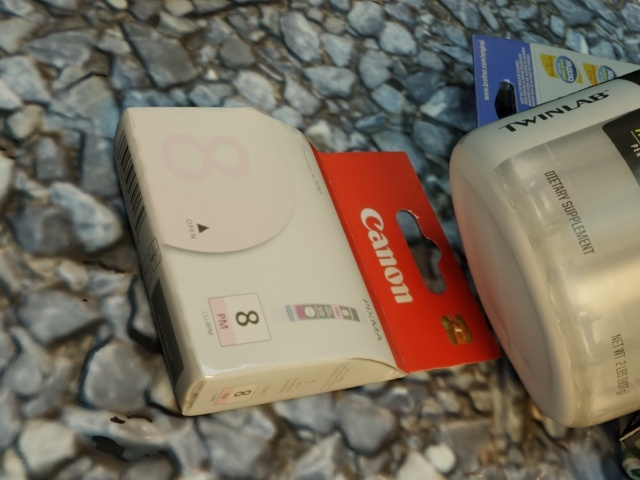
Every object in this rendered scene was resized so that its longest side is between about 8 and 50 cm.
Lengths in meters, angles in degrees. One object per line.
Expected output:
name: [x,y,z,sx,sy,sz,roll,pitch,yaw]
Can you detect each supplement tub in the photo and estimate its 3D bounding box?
supplement tub: [0.255,-0.025,0.550,0.316,0.193,0.194,-21,63,-1]

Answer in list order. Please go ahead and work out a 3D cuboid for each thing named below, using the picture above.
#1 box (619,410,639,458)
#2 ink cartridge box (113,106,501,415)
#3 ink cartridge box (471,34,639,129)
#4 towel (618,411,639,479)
box: [0.330,0.148,0.596,0.220,0.051,0.175,43,52,11]
ink cartridge box: [0.000,0.000,0.581,0.232,0.066,0.189,-7,59,-25]
ink cartridge box: [0.264,-0.062,0.729,0.311,0.065,0.186,12,51,-8]
towel: [0.264,0.114,0.643,0.113,0.023,0.152,23,49,-9]
